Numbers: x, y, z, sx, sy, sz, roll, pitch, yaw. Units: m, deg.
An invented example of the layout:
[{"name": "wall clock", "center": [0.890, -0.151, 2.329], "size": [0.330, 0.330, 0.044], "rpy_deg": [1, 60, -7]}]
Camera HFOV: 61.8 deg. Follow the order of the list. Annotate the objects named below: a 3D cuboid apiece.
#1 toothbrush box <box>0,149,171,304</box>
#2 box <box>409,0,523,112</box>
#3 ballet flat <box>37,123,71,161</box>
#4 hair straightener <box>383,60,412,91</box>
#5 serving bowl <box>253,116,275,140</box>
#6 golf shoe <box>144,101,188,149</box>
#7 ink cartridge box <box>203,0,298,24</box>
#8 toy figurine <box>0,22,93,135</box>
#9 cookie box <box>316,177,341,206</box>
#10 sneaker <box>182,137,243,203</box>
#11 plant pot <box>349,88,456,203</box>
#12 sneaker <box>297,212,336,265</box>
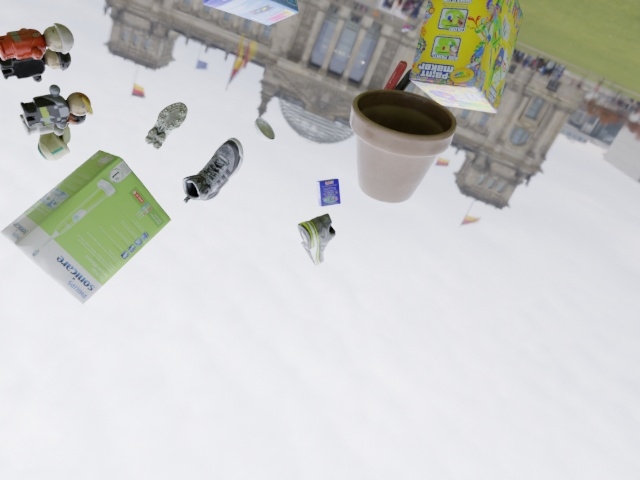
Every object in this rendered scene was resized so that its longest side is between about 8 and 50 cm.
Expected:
[{"name": "toothbrush box", "center": [-0.523, -0.034, 1.220], "size": [0.122, 0.206, 0.283], "rpy_deg": [19, -120, 43]}, {"name": "box", "center": [0.393, -0.514, 1.412], "size": [0.177, 0.279, 0.290], "rpy_deg": [17, -173, 27]}, {"name": "ballet flat", "center": [-0.734, -0.307, 1.486], "size": [0.086, 0.086, 0.248], "rpy_deg": [5, -142, -34]}, {"name": "hair straightener", "center": [0.195, -0.361, 1.446], "size": [0.089, 0.230, 0.047], "rpy_deg": [21, -165, -32]}, {"name": "serving bowl", "center": [-0.181, -0.345, 1.682], "size": [0.083, 0.027, 0.083], "rpy_deg": [41, -149, -32]}, {"name": "golf shoe", "center": [-0.456, -0.355, 1.594], "size": [0.069, 0.176, 0.086], "rpy_deg": [41, -155, -23]}, {"name": "ink cartridge box", "center": [-0.259, -0.874, 1.705], "size": [0.151, 0.270, 0.395], "rpy_deg": [-11, -178, 35]}, {"name": "toy figurine", "center": [-0.580, -0.336, 1.142], "size": [0.148, 0.209, 0.213], "rpy_deg": [-23, -171, -28]}, {"name": "cookie box", "center": [0.035, -0.202, 2.243], "size": [0.092, 0.107, 0.040], "rpy_deg": [-10, -165, -20]}, {"name": "sneaker", "center": [-0.363, -0.222, 1.782], "size": [0.101, 0.268, 0.153], "rpy_deg": [43, -152, 4]}, {"name": "plant pot", "center": [0.187, -0.228, 1.364], "size": [0.263, 0.229, 0.263], "rpy_deg": [7, -141, -6]}, {"name": "sneaker", "center": [0.000, 0.000, 1.958], "size": [0.121, 0.300, 0.111], "rpy_deg": [-29, -110, -9]}]
